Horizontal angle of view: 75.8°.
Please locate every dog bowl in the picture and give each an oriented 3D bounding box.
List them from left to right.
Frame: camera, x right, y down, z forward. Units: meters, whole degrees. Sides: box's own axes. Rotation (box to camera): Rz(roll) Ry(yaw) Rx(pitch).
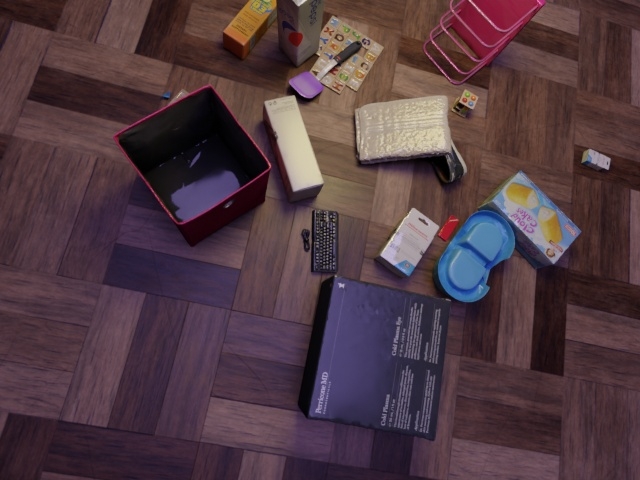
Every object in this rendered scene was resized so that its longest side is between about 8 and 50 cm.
[{"bbox_3d":[0.446,0.049,1.220,0.166,0.074,0.297,39,74,-1],"label":"dog bowl"}]

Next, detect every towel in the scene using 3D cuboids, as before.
[{"bbox_3d":[0.244,-0.330,1.238,0.283,0.049,0.187,-3,79,10],"label":"towel"}]

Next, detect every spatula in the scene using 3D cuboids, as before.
[{"bbox_3d":[0.030,-0.540,1.281,0.296,0.030,0.084,-44,89,-16],"label":"spatula"}]

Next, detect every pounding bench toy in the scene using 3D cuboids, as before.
[{"bbox_3d":[0.475,-0.457,1.335,0.052,0.065,0.083,29,74,-3],"label":"pounding bench toy"}]

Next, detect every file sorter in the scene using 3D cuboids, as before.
[{"bbox_3d":[0.474,-0.655,1.264,0.182,0.290,0.202,-40,88,-12],"label":"file sorter"}]

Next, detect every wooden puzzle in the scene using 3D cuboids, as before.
[{"bbox_3d":[-0.393,-0.394,1.191,0.116,0.014,0.078,42,70,0],"label":"wooden puzzle"}]

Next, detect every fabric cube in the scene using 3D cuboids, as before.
[{"bbox_3d":[-0.302,-0.170,1.034,0.254,0.258,0.259,-35,86,-16],"label":"fabric cube"}]

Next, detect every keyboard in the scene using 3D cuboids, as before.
[{"bbox_3d":[0.000,0.000,1.175,0.108,0.023,0.180,3,77,-10],"label":"keyboard"}]

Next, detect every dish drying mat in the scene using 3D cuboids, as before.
[{"bbox_3d":[0.394,-0.038,1.262,0.032,0.008,0.083,38,74,-2],"label":"dish drying mat"}]

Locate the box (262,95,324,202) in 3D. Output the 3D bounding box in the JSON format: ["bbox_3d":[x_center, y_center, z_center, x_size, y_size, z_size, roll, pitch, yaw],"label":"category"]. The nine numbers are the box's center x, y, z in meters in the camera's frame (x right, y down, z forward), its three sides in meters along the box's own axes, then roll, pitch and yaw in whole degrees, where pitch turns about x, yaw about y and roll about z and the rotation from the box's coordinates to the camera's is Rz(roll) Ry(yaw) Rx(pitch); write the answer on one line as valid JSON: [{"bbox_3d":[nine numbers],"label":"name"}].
[{"bbox_3d":[-0.081,-0.258,1.169,0.094,0.113,0.275,-16,80,-13],"label":"box"}]

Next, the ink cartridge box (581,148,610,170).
[{"bbox_3d":[0.937,-0.271,1.400,0.083,0.028,0.048,23,75,-5],"label":"ink cartridge box"}]

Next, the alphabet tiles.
[{"bbox_3d":[0.067,-0.587,1.318,0.198,0.009,0.237,31,74,-3],"label":"alphabet tiles"}]

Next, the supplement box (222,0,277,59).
[{"bbox_3d":[-0.202,-0.670,1.251,0.078,0.080,0.233,32,72,-5],"label":"supplement box"}]

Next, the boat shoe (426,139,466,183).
[{"bbox_3d":[0.359,-0.284,1.268,0.079,0.084,0.233,-29,87,-19],"label":"boat shoe"}]

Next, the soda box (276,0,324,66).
[{"bbox_3d":[-0.058,-0.618,1.154,0.098,0.286,0.091,-41,88,-8],"label":"soda box"}]

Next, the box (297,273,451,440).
[{"bbox_3d":[0.134,0.290,1.057,0.313,0.179,0.343,14,76,-8],"label":"box"}]

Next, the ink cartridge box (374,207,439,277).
[{"bbox_3d":[0.252,0.008,1.199,0.104,0.060,0.180,37,75,0],"label":"ink cartridge box"}]

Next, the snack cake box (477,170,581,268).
[{"bbox_3d":[0.641,-0.063,1.271,0.152,0.089,0.264,-43,88,-16],"label":"snack cake box"}]
